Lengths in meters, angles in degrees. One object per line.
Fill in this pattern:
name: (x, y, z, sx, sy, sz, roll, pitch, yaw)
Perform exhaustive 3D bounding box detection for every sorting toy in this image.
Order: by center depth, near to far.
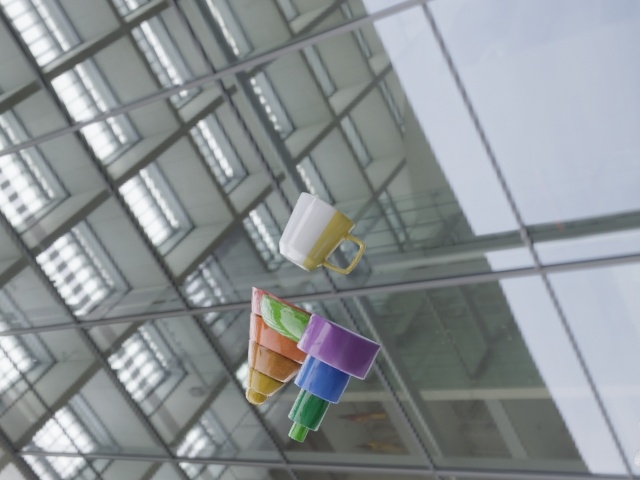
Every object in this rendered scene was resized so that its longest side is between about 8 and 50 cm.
sorting toy: (-0.029, 0.132, 0.888, 0.127, 0.365, 0.126, 27, -94, -9)

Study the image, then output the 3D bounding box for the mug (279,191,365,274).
mug: (-0.003, -0.002, 0.859, 0.064, 0.078, 0.062, -57, -35, -7)

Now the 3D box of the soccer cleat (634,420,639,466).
soccer cleat: (0.267, 0.155, 0.694, 0.036, 0.083, 0.029, 22, -127, 2)
